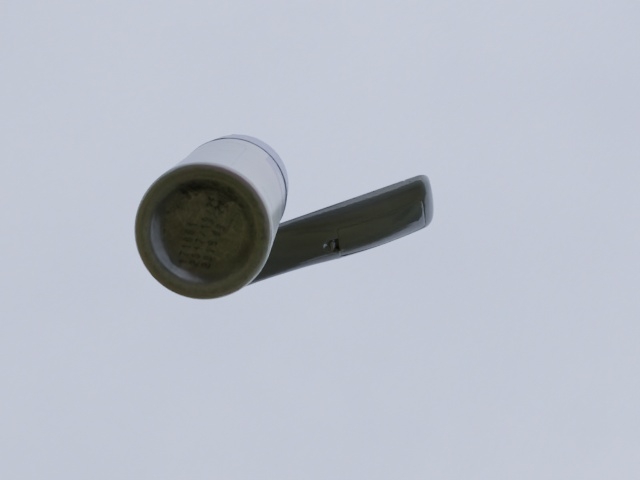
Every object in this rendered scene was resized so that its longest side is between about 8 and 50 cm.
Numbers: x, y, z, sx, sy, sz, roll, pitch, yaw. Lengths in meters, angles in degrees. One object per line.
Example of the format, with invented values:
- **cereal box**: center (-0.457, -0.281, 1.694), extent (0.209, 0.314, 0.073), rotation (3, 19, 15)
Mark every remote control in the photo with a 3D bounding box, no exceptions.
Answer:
- **remote control**: center (0.000, 0.000, 1.207), extent (0.184, 0.027, 0.050), rotation (-19, -42, -8)

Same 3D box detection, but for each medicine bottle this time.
- **medicine bottle**: center (-0.047, -0.018, 0.777), extent (0.059, 0.231, 0.059), rotation (0, -83, 1)
